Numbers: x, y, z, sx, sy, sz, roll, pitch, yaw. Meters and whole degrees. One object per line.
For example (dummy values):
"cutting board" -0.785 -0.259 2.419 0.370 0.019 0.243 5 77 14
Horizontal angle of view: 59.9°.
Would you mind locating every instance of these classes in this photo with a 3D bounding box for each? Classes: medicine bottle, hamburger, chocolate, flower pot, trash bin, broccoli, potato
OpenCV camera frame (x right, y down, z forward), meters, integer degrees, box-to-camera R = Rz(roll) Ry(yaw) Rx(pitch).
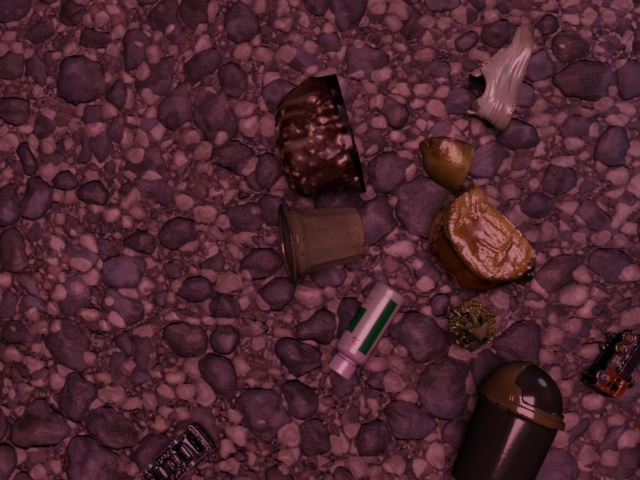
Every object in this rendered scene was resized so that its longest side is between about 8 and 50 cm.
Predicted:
"medicine bottle" 0.117 0.237 1.451 0.095 0.095 0.260 33 80 7
"hamburger" 0.412 0.016 1.468 0.211 0.132 0.309 -38 80 -5
"chocolate" -0.017 -0.269 1.493 0.209 0.225 0.341 -15 76 6
"flower pot" 0.000 0.000 1.463 0.202 0.212 0.213 -6 79 -14
"trash bin" 0.462 0.454 1.344 0.214 0.214 0.334 24 83 6
"broccoli" 0.394 0.218 1.436 0.130 0.120 0.132 0 104 -6
"potato" 0.341 -0.217 1.541 0.149 0.081 0.121 14 78 4

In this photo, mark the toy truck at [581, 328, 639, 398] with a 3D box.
"toy truck" 0.766 0.313 1.428 0.092 0.083 0.192 39 81 3

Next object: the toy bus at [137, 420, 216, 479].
"toy bus" -0.352 0.546 1.395 0.182 0.103 0.091 -43 81 -1

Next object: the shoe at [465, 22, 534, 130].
"shoe" 0.495 -0.472 1.572 0.159 0.124 0.317 14 80 11
